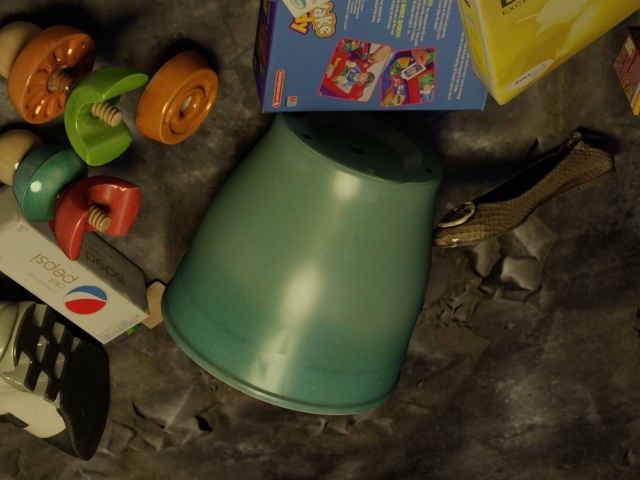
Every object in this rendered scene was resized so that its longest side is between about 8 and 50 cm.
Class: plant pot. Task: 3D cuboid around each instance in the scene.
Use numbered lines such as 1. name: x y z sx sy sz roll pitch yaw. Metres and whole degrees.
1. plant pot: 0.000 0.000 1.798 0.271 0.271 0.255 10 118 -23

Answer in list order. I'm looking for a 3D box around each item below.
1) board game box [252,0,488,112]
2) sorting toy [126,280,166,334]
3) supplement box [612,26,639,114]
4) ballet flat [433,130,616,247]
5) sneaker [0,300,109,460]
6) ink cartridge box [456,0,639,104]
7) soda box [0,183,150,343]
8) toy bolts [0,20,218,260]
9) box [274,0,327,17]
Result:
1. board game box: 0.070 -0.277 1.643 0.233 0.078 0.347 -1 136 -12
2. sorting toy: -0.203 0.080 2.000 0.083 0.012 0.062 -35 137 17
3. supplement box: 0.344 -0.177 1.807 0.043 0.083 0.055 1 135 -14
4. ballet flat: 0.218 -0.057 1.868 0.250 0.084 0.058 -26 111 -24
5. sneaker: -0.344 0.151 1.980 0.146 0.122 0.330 5 152 18
6. ink cartridge box: 0.256 -0.288 1.553 0.303 0.072 0.307 -34 159 -3
7. soda box: -0.281 0.023 1.878 0.069 0.074 0.216 -31 134 18
8. toy bolts: -0.239 -0.121 1.732 0.218 0.158 0.228 -26 145 -51
9. box: 0.001 -0.258 1.569 0.136 0.028 0.081 -27 135 13
